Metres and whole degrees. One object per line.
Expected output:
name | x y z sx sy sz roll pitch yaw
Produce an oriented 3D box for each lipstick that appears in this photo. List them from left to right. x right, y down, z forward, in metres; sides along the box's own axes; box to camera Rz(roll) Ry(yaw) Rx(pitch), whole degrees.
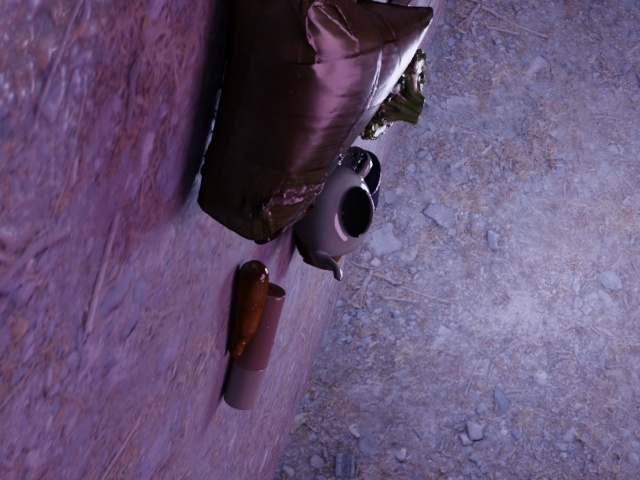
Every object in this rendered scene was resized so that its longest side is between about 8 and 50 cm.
lipstick | -0.130 0.207 1.584 0.070 0.070 0.254 -53 159 -67

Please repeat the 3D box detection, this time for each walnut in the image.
walnut | 0.000 0.000 1.851 0.207 0.116 0.115 87 22 -56

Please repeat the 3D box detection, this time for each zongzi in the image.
zongzi | 0.011 -0.169 1.052 0.360 0.160 0.323 -19 136 -52

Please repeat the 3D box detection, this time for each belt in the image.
belt | 0.074 -0.126 2.027 0.126 0.140 0.230 89 22 -52

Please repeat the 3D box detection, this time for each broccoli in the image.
broccoli | 0.170 -0.357 1.998 0.198 0.176 0.226 62 32 -73

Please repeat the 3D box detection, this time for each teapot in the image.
teapot | 0.033 -0.062 1.678 0.193 0.129 0.294 33 69 -47

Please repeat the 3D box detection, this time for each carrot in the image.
carrot | -0.132 0.129 1.460 0.059 0.059 0.247 -62 171 -49

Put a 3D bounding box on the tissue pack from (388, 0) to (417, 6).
tissue pack | 0.209 -0.592 2.117 0.148 0.060 0.108 -62 166 -55
